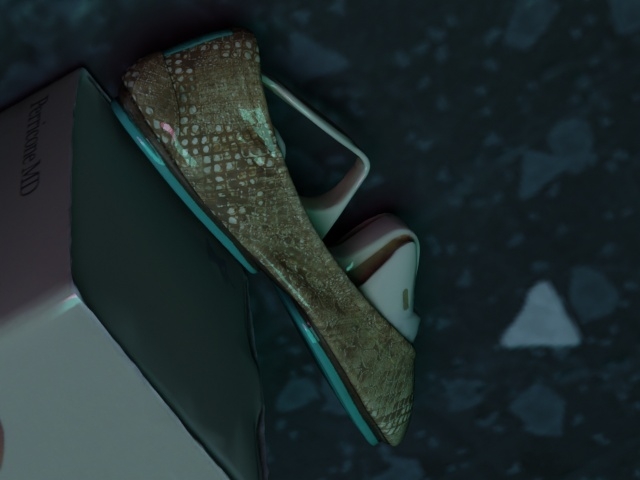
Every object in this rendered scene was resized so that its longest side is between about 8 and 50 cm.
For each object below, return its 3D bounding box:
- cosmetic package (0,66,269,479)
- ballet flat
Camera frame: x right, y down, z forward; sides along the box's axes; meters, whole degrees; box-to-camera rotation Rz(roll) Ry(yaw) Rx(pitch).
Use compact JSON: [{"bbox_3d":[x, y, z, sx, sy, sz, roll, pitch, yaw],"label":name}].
[{"bbox_3d":[-0.179,0.080,0.674,0.296,0.153,0.129,-28,123,12],"label":"cosmetic package"},{"bbox_3d":[0.000,0.000,0.688,0.067,0.073,0.206,-35,125,1],"label":"ballet flat"}]
